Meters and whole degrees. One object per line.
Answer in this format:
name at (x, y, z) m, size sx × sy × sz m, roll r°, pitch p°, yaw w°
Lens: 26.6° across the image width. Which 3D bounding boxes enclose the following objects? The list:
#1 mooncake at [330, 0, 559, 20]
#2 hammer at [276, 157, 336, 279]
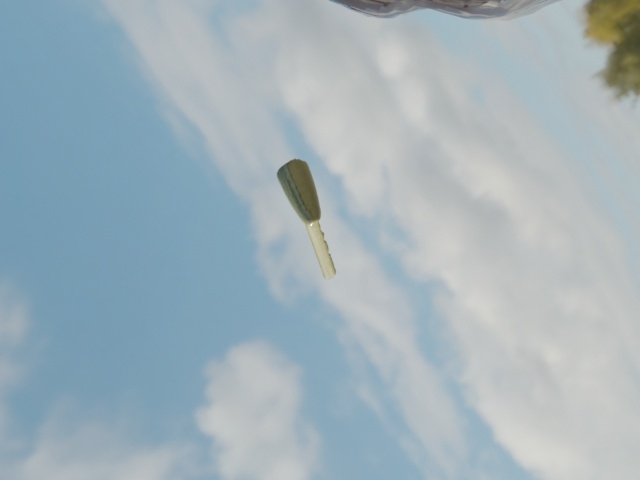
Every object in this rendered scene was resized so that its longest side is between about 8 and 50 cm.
mooncake at (0.073, -0.252, 0.697) m, size 0.283 × 0.283 × 0.141 m, roll 58°, pitch -158°, yaw 2°
hammer at (0.000, 0.000, 1.182) m, size 0.195 × 0.028 × 0.060 m, roll 69°, pitch 179°, yaw -63°
